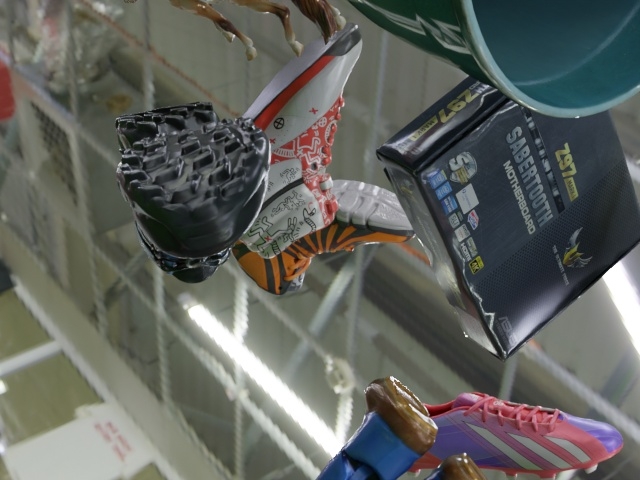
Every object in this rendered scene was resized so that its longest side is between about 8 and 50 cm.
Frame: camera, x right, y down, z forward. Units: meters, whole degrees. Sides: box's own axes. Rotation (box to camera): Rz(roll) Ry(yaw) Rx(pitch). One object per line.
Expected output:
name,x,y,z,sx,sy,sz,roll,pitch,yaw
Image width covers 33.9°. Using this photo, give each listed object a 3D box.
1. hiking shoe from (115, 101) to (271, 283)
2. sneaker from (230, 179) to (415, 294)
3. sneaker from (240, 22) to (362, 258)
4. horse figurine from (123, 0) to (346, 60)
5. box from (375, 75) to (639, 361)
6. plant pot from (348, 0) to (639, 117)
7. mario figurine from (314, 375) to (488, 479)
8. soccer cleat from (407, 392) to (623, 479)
hiking shoe,-0.092,-0.026,0.813,0.304,0.113,0.132,-125,-157,-71
sneaker,0.000,0.000,1.681,0.321,0.124,0.180,11,-64,19
sneaker,-0.016,-0.106,1.185,0.145,0.270,0.090,43,-4,-21
horse figurine,-0.089,-0.244,1.032,0.263,0.066,0.174,8,-23,47
box,0.168,-0.037,0.873,0.059,0.183,0.232,35,-20,49
plant pot,0.092,-0.244,0.657,0.255,0.272,0.271,31,-46,44
mario figurine,-0.025,0.250,0.834,0.198,0.320,0.170,52,3,34
soccer cleat,0.195,0.204,1.131,0.248,0.083,0.095,-7,-84,25
